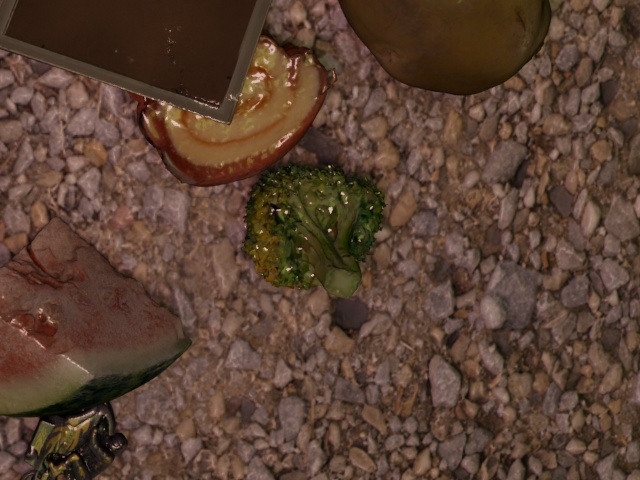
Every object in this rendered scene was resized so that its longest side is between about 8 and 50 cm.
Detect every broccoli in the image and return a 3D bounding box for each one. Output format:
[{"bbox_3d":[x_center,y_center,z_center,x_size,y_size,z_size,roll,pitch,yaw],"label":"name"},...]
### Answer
[{"bbox_3d":[0.000,0.000,1.622,0.219,0.194,0.194,38,94,-34],"label":"broccoli"}]

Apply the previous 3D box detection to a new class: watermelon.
[{"bbox_3d":[-0.332,0.116,1.594,0.310,0.193,0.232,0,117,16],"label":"watermelon"}]

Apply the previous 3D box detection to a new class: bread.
[{"bbox_3d":[-0.104,-0.169,1.584,0.244,0.123,0.190,-21,112,-8],"label":"bread"}]

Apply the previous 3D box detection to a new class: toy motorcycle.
[{"bbox_3d":[-0.317,0.269,1.693,0.124,0.061,0.193,17,93,-12],"label":"toy motorcycle"}]

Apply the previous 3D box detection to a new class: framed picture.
[{"bbox_3d":[-0.207,-0.280,1.497,0.293,0.018,0.231,19,77,-2],"label":"framed picture"}]

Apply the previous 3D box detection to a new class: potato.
[{"bbox_3d":[0.139,-0.326,1.549,0.243,0.221,0.326,-26,115,-16],"label":"potato"}]
